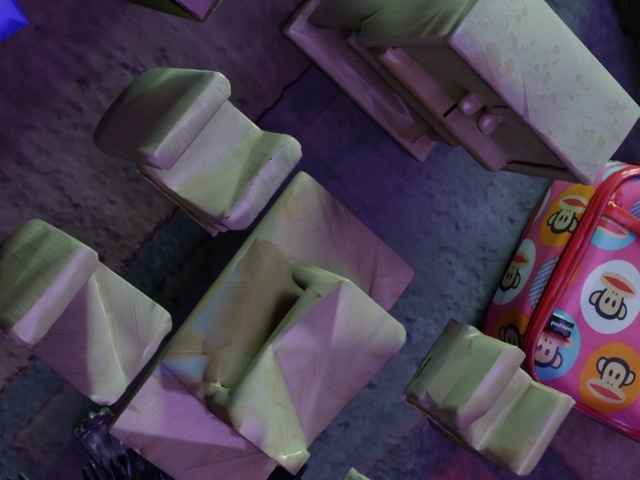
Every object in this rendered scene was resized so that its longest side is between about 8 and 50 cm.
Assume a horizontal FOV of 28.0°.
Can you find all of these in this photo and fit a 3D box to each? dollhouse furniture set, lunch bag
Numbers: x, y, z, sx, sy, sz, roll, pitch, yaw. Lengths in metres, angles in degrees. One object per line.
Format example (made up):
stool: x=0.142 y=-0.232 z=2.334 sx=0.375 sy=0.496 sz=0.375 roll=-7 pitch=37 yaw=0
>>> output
dollhouse furniture set: x=0.000 y=0.000 z=0.937 sx=0.362 sy=0.256 sz=0.394 roll=41 pitch=80 yaw=-25
lunch bag: x=0.315 y=0.054 z=1.184 sx=0.293 sy=0.120 sz=0.258 roll=27 pitch=88 yaw=-25

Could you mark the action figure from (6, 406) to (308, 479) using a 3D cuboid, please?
action figure: x=-0.116 y=0.184 z=1.011 sx=0.164 sy=0.275 sz=0.141 roll=-21 pitch=80 yaw=20

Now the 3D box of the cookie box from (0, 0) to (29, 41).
cookie box: x=-0.280 y=-0.167 z=0.923 sx=0.107 sy=0.040 sz=0.092 roll=-34 pitch=113 yaw=-10

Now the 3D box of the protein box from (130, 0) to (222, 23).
protein box: x=-0.097 y=-0.276 z=0.880 sx=0.136 sy=0.200 sz=0.201 roll=38 pitch=88 yaw=-26

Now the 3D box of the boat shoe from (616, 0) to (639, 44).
boat shoe: x=0.331 y=-0.164 z=1.126 sx=0.073 sy=0.080 sz=0.224 roll=-23 pitch=88 yaw=-23
